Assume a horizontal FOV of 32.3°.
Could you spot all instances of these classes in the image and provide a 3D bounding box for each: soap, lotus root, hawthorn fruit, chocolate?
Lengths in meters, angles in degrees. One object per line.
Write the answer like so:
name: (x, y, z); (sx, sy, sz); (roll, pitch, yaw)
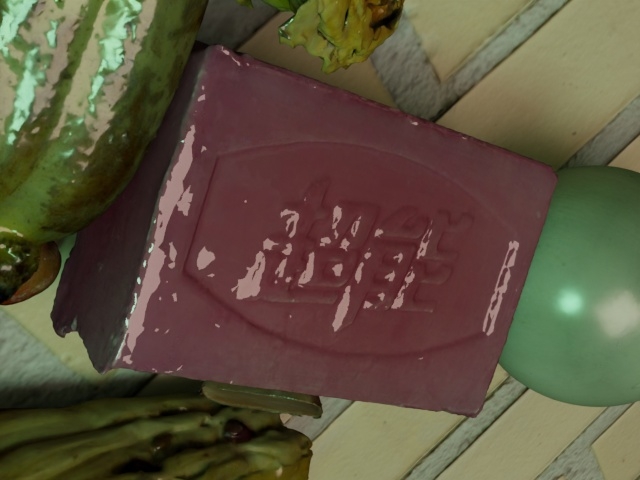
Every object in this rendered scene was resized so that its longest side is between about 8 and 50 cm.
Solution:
soap: (0.000, 0.000, 0.855); (0.359, 0.128, 0.233); (14, 97, -38)
lotus root: (-0.172, -0.108, 0.664); (0.173, 0.173, 0.309); (12, 108, -44)
hawthorn fruit: (-0.231, 0.026, 0.766); (0.103, 0.067, 0.067); (-45, 139, -24)
chocolate: (-0.046, 0.121, 0.907); (0.064, 0.101, 0.031); (61, 36, -69)

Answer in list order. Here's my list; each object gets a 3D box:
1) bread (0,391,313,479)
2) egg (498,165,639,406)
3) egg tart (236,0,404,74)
bread: (-0.181, 0.283, 0.902); (0.370, 0.191, 0.314); (9, 112, -44)
egg: (0.276, 0.046, 1.077); (0.371, 0.230, 0.230); (11, 112, -59)
egg tart: (-0.002, -0.244, 0.702); (0.297, 0.132, 0.297); (15, 90, -79)
